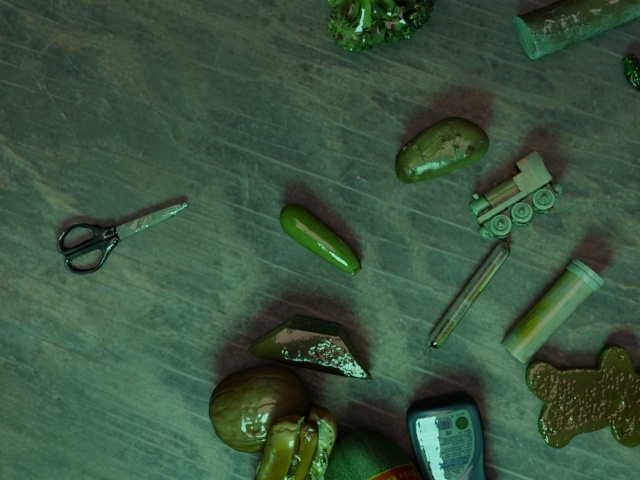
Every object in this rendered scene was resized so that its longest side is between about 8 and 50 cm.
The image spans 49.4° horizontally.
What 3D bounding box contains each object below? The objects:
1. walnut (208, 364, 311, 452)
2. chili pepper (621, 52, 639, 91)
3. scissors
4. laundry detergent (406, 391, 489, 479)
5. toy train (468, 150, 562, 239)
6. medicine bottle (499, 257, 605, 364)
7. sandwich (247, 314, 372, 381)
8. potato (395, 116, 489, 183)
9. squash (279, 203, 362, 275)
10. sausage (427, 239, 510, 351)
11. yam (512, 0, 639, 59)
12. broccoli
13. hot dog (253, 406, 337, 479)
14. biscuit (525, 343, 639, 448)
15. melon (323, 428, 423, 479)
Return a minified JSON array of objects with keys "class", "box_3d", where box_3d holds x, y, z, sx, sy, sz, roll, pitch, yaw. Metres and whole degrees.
[{"class":"walnut","box_3d":[-0.118,0.327,1.355,0.207,0.167,0.168,-12,89,11]},{"class":"chili pepper","box_3d":[0.621,-0.307,1.319,0.117,0.035,0.056,31,111,10]},{"class":"scissors","box_3d":[-0.413,-0.021,1.461,0.299,0.022,0.109,-23,91,6]},{"class":"laundry detergent","box_3d":[0.259,0.450,1.346,0.143,0.094,0.290,-11,92,0]},{"class":"toy train","box_3d":[0.369,-0.080,1.338,0.175,0.074,0.118,-31,77,11]},{"class":"medicine bottle","box_3d":[0.440,0.137,1.328,0.074,0.074,0.218,41,97,5]},{"class":"sandwich","box_3d":[-0.016,0.209,1.375,0.257,0.094,0.096,11,96,6]},{"class":"potato","box_3d":[0.230,-0.172,1.346,0.188,0.085,0.105,-28,66,11]},{"class":"squash","box_3d":[0.000,0.000,1.387,0.201,0.066,0.066,40,95,2]},{"class":"sausage","box_3d":[0.290,0.109,1.364,0.032,0.033,0.269,36,95,6]},{"class":"yam","box_3d":[0.503,-0.427,1.307,0.259,0.093,0.093,-21,88,7]},{"class":"broccoli","box_3d":[0.120,-0.468,1.310,0.176,0.226,0.198,-18,86,-36]},{"class":"hot dog","box_3d":[-0.054,0.438,1.303,0.100,0.135,0.338,54,140,35]},{"class":"biscuit","box_3d":[0.552,0.296,1.324,0.301,0.049,0.197,-11,93,7]},{"class":"melon","box_3d":[0.115,0.491,1.299,0.182,0.182,0.288,-33,64,6]}]
